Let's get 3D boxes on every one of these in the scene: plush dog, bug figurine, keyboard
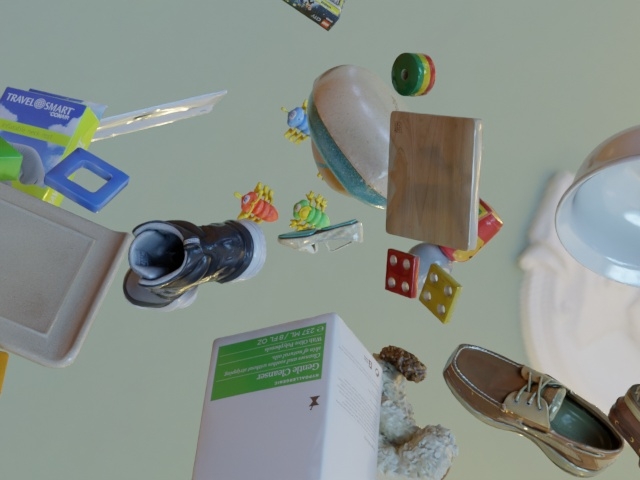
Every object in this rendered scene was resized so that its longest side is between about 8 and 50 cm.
[{"bbox_3d":[0.060,0.267,1.752,0.262,0.211,0.225,-47,-161,41],"label":"plush dog"},{"bbox_3d":[-0.039,-0.128,2.416,0.279,0.216,0.072,-62,-150,3],"label":"bug figurine"},{"bbox_3d":[-0.254,-0.172,1.703,0.256,0.014,0.072,-18,168,-28],"label":"keyboard"}]

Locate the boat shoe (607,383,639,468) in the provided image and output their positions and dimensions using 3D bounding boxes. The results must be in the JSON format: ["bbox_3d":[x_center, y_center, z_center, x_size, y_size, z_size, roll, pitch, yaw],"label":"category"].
[{"bbox_3d":[0.405,0.254,1.414,0.064,0.178,0.060,-12,151,-49],"label":"boat shoe"}]

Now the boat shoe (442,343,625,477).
[{"bbox_3d":[0.360,0.265,1.989,0.122,0.324,0.120,-61,-176,-30],"label":"boat shoe"}]

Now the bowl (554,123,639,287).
[{"bbox_3d":[0.453,-0.065,1.548,0.298,0.298,0.134,-32,-143,47],"label":"bowl"}]

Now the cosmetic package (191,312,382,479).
[{"bbox_3d":[-0.042,0.294,1.509,0.197,0.155,0.365,-15,-133,23],"label":"cosmetic package"}]

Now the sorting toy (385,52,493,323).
[{"bbox_3d":[0.128,-0.056,1.258,0.132,0.046,0.274,14,-76,53],"label":"sorting toy"}]

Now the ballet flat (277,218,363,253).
[{"bbox_3d":[0.000,0.000,2.290,0.168,0.052,0.057,-11,-171,14],"label":"ballet flat"}]

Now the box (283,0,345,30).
[{"bbox_3d":[-0.053,-0.520,2.309,0.044,0.233,0.159,-44,-159,41],"label":"box"}]

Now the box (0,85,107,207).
[{"bbox_3d":[-0.315,-0.090,1.298,0.042,0.109,0.178,66,42,-62],"label":"box"}]

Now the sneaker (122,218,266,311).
[{"bbox_3d":[-0.210,0.029,1.600,0.269,0.153,0.101,-20,-106,40],"label":"sneaker"}]

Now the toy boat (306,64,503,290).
[{"bbox_3d":[0.089,-0.074,1.571,0.148,0.318,0.267,-40,-162,16],"label":"toy boat"}]

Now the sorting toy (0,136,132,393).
[{"bbox_3d":[-0.288,0.027,1.083,0.347,0.196,0.047,-74,-174,-50],"label":"sorting toy"}]
